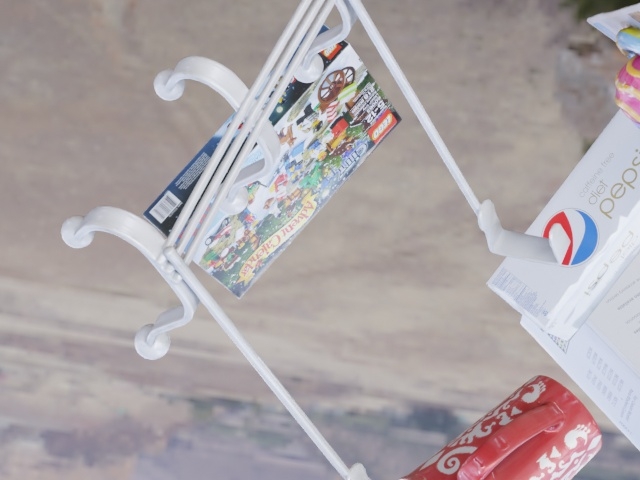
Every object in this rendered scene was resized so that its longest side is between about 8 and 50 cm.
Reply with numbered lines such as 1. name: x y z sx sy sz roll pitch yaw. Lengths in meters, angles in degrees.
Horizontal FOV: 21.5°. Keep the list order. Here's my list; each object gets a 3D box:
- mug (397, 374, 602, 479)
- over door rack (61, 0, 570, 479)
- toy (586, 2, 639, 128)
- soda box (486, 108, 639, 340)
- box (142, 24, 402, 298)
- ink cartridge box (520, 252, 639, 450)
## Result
1. mug: 0.175 0.209 1.527 0.113 0.169 0.150 54 160 -6
2. over door rack: 0.000 0.000 1.045 0.108 0.239 0.324 0 144 45
3. toy: 0.222 -0.085 1.026 0.137 0.056 0.237 36 -179 -2
4. soda box: 0.237 -0.023 1.400 0.069 0.216 0.074 41 -172 27
5. box: -0.039 -0.069 1.528 0.044 0.233 0.159 41 178 29
6. ink cartridge box: 0.418 0.072 1.770 0.272 0.309 0.130 49 158 25
